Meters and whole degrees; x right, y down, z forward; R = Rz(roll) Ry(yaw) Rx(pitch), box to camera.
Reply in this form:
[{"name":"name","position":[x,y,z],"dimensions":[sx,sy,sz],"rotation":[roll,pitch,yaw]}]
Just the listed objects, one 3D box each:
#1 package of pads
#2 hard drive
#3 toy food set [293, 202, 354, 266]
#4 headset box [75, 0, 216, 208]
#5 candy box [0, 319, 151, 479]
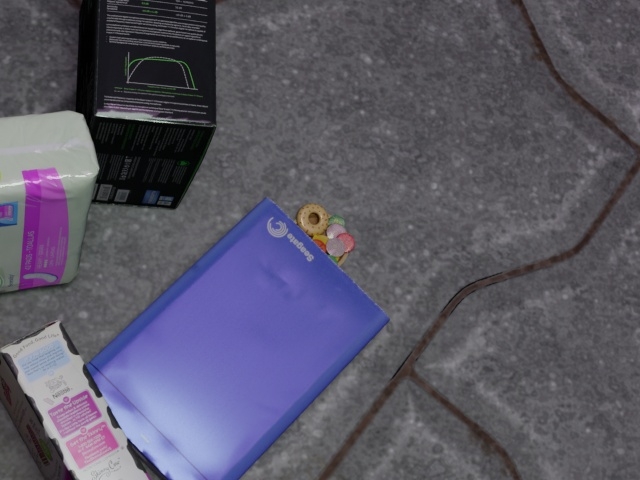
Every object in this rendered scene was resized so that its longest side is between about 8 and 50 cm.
[{"name":"package of pads","position":[-0.393,-0.024,1.210],"dimensions":[0.296,0.229,0.101],"rotation":[-8,63,-22]},{"name":"hard drive","position":[-0.099,0.127,1.337],"dimensions":[0.210,0.040,0.318],"rotation":[45,68,2]},{"name":"toy food set","position":[0.000,0.000,1.437],"dimensions":[0.082,0.020,0.083],"rotation":[28,64,-6]},{"name":"headset box","position":[-0.206,-0.212,1.328],"dimensions":[0.131,0.246,0.283],"rotation":[4,69,-17]},{"name":"candy box","position":[-0.252,0.215,1.204],"dimensions":[0.071,0.159,0.233],"rotation":[-29,82,-26]}]
